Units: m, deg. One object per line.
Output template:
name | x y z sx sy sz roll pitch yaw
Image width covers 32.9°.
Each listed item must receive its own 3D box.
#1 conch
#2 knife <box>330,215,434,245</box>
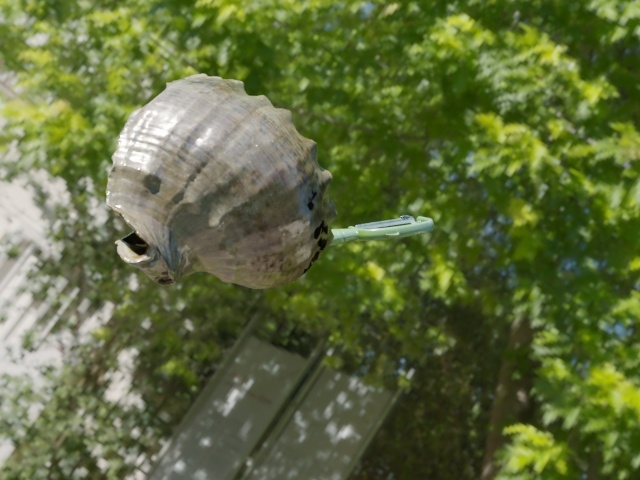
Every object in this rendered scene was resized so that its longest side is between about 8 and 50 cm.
conch | -0.070 -0.035 0.724 0.155 0.207 0.130 56 -47 10
knife | 0.000 0.001 0.899 0.054 0.212 0.015 -155 -120 -67
